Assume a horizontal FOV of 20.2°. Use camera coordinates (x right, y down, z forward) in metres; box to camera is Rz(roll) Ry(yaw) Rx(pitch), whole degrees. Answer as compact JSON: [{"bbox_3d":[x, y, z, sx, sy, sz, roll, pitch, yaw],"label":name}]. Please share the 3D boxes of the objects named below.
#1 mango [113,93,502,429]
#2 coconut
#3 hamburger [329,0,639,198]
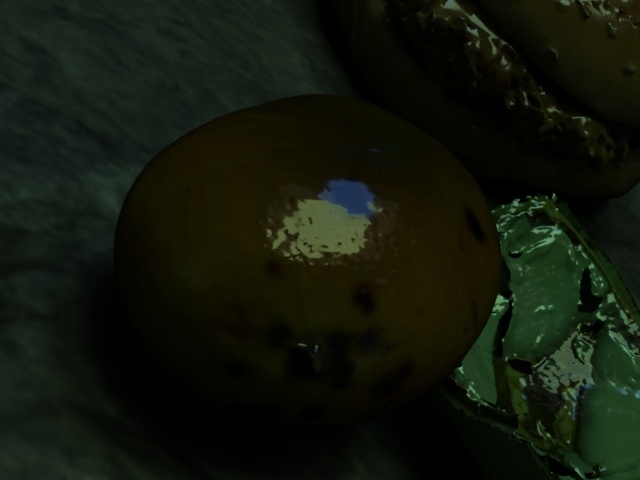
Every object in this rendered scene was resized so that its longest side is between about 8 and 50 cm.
[{"bbox_3d":[0.003,0.002,0.583,0.115,0.090,0.178,27,19,11],"label":"mango"},{"bbox_3d":[0.090,0.057,0.630,0.133,0.055,0.158,40,30,3],"label":"coconut"},{"bbox_3d":[0.094,-0.105,0.814,0.182,0.118,0.191,46,34,21],"label":"hamburger"}]
